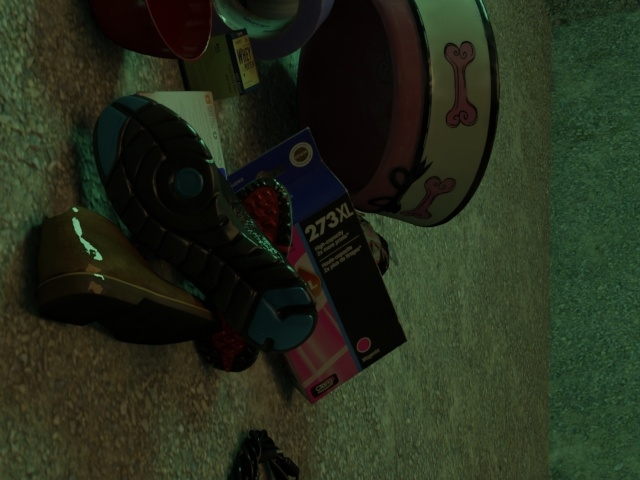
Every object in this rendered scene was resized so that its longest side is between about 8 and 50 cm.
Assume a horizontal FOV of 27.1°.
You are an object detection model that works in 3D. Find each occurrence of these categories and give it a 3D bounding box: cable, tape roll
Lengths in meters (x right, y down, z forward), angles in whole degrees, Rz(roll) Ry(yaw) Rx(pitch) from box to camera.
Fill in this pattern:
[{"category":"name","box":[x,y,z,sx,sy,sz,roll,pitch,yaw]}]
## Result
[{"category":"cable","box":[-0.072,0.337,1.744,0.184,0.047,0.150,-70,145,-51]},{"category":"tape roll","box":[-0.078,-0.345,1.800,0.080,0.189,0.189,-63,139,-57]}]

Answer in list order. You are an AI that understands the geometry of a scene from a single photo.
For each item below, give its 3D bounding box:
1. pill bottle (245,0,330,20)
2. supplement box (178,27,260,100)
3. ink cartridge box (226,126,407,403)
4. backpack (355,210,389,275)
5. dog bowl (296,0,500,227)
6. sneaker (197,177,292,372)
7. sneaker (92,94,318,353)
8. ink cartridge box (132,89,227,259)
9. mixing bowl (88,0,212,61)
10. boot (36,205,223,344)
[{"category":"pill bottle","box":[-0.056,-0.456,1.888,0.169,0.169,0.301,-71,162,-51]},{"category":"supplement box","box":[-0.135,-0.229,1.752,0.056,0.083,0.083,-42,121,-65]},{"category":"ink cartridge box","box":[-0.015,0.042,1.844,0.069,0.176,0.371,38,-23,55]},{"category":"backpack","box":[0.000,0.000,1.960,0.182,0.152,0.115,34,44,-47]},{"category":"dog bowl","box":[0.097,-0.221,1.995,0.150,0.408,0.407,-2,81,-26]},{"category":"sneaker","box":[-0.096,0.029,1.674,0.125,0.104,0.261,-73,180,-65]},{"category":"sneaker","box":[-0.141,-0.013,1.514,0.341,0.125,0.139,54,-6,-9]},{"category":"ink cartridge box","box":[-0.177,-0.083,1.637,0.208,0.045,0.206,-16,98,-69]},{"category":"mixing bowl","box":[-0.210,-0.291,1.561,0.181,0.098,0.181,-9,90,-68]},{"category":"boot","box":[-0.201,0.044,1.457,0.305,0.112,0.115,33,41,-60]}]
